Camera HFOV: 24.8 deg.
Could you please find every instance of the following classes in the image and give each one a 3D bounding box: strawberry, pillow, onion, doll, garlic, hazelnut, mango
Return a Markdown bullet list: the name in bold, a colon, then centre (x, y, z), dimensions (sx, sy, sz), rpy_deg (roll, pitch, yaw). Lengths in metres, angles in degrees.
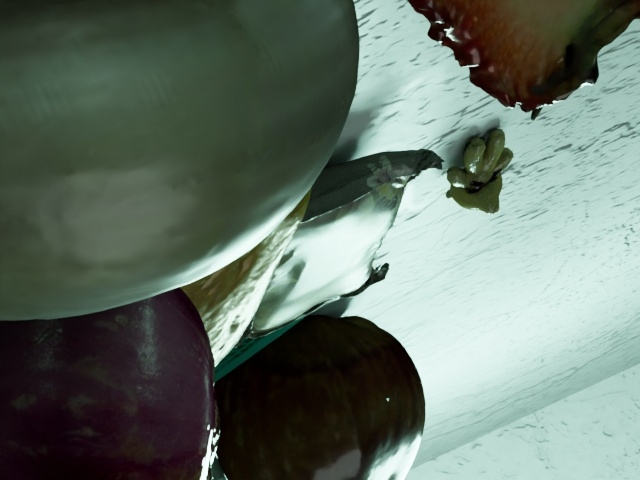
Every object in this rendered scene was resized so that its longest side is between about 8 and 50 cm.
- **strawberry**: centre (0.113, -0.173, 0.810), dimensions (0.167, 0.087, 0.208), rpy_deg (-46, 136, 0)
- **pillow**: centre (0.000, 0.000, 1.175), dimensions (0.169, 0.059, 0.255), rpy_deg (-21, 161, -19)
- **onion**: centre (-0.142, 0.124, 0.886), dimensions (0.207, 0.200, 0.200), rpy_deg (-47, 156, 21)
- **doll**: centre (0.133, -0.062, 1.241), dimensions (0.061, 0.051, 0.093), rpy_deg (-22, 134, -12)
- **garlic**: centre (-0.115, -0.051, 0.565), dimensions (0.325, 0.132, 0.279), rpy_deg (-31, -160, -36)
- **hazelnut**: centre (0.005, 0.184, 1.487), dimensions (0.234, 0.218, 0.218), rpy_deg (-17, 161, -24)
- **mango**: centre (-0.122, 0.044, 1.023), dimensions (0.176, 0.119, 0.317), rpy_deg (6, 140, -46)

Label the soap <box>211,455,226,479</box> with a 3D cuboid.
- **soap**: centre (-0.222, 0.257, 1.468), dimensions (0.261, 0.150, 0.094), rpy_deg (-15, 165, -33)

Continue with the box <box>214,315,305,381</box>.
- **box**: centre (-0.140, 0.099, 1.292), dimensions (0.161, 0.042, 0.226), rpy_deg (-39, 160, 34)
